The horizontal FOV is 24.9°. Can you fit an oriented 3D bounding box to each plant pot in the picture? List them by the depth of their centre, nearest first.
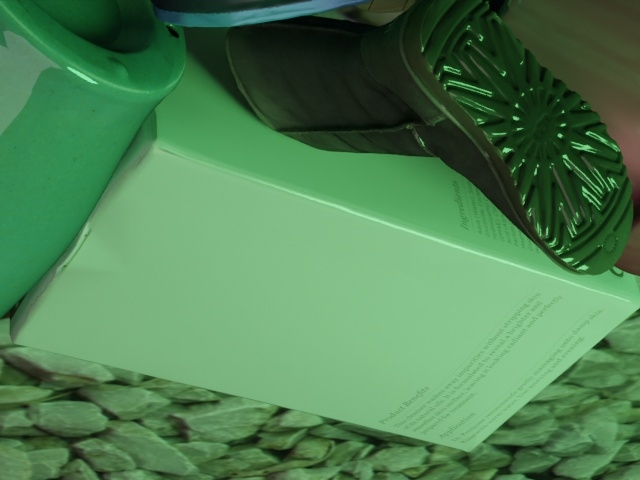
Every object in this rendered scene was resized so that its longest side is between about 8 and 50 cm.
[{"bbox_3d":[-0.222,-0.081,0.789,0.255,0.272,0.271,-35,138,25],"label":"plant pot"},{"bbox_3d":[0.163,-0.103,0.866,0.180,0.201,0.201,27,140,-16],"label":"plant pot"}]

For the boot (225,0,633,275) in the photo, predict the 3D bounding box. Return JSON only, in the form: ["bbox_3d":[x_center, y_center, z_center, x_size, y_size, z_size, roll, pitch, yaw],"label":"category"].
[{"bbox_3d":[0.051,-0.058,0.794,0.190,0.076,0.208,53,153,-18],"label":"boot"}]

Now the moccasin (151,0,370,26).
[{"bbox_3d":[0.060,-0.214,0.735,0.342,0.138,0.117,-22,123,-4],"label":"moccasin"}]

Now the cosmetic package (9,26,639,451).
[{"bbox_3d":[0.000,0.000,1.002,0.385,0.156,0.217,20,133,-28],"label":"cosmetic package"}]

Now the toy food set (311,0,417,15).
[{"bbox_3d":[0.017,-0.164,0.892,0.122,0.019,0.078,2,148,-10],"label":"toy food set"}]
